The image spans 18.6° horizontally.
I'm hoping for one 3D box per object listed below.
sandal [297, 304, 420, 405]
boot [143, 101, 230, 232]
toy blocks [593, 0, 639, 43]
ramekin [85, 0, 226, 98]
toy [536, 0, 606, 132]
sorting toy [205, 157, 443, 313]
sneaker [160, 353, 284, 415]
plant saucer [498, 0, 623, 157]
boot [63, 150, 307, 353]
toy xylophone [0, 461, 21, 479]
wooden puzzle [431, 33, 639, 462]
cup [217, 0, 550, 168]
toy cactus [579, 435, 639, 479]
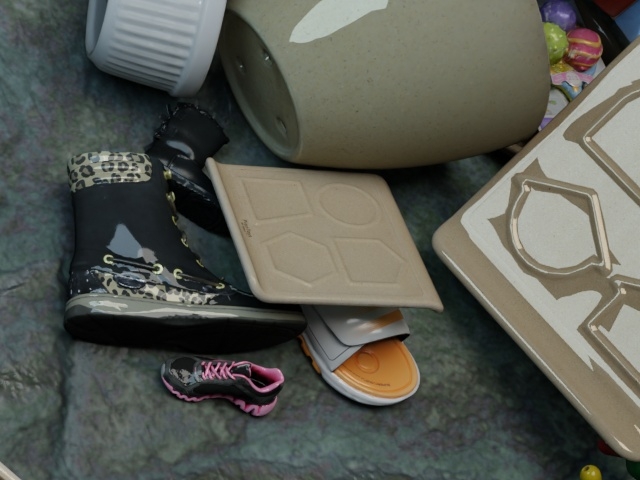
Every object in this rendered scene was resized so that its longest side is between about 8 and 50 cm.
[{"bbox_3d":[0.010,0.042,1.907,0.102,0.076,0.265,-28,78,-39],"label":"sandal"},{"bbox_3d":[-0.120,-0.075,1.929,0.121,0.045,0.099,34,50,-3],"label":"boot"},{"bbox_3d":[0.349,-0.330,2.241,0.261,0.191,0.381,55,20,12],"label":"toy blocks"},{"bbox_3d":[-0.161,-0.249,1.918,0.109,0.207,0.207,10,56,-14],"label":"ramekin"},{"bbox_3d":[0.274,-0.208,2.183,0.137,0.056,0.237,-2,62,-33],"label":"toy"},{"bbox_3d":[0.000,0.000,1.874,0.208,0.038,0.193,7,39,-26],"label":"sorting toy"},{"bbox_3d":[-0.088,0.125,1.812,0.119,0.057,0.047,13,57,-21],"label":"sneaker"},{"bbox_3d":[0.232,-0.194,2.212,0.278,0.041,0.278,14,55,-21],"label":"plant saucer"},{"bbox_3d":[-0.129,0.010,1.837,0.236,0.085,0.178,5,62,-24],"label":"boot"},{"bbox_3d":[-0.376,0.222,1.564,0.323,0.081,0.236,46,49,4],"label":"toy xylophone"},{"bbox_3d":[0.336,-0.001,1.950,0.322,0.348,0.080,49,4,21],"label":"wooden puzzle"},{"bbox_3d":[0.038,-0.201,1.952,0.237,0.331,0.331,-27,76,-19],"label":"cup"},{"bbox_3d":[0.340,0.276,1.953,0.180,0.112,0.219,-10,62,-55],"label":"toy cactus"}]
